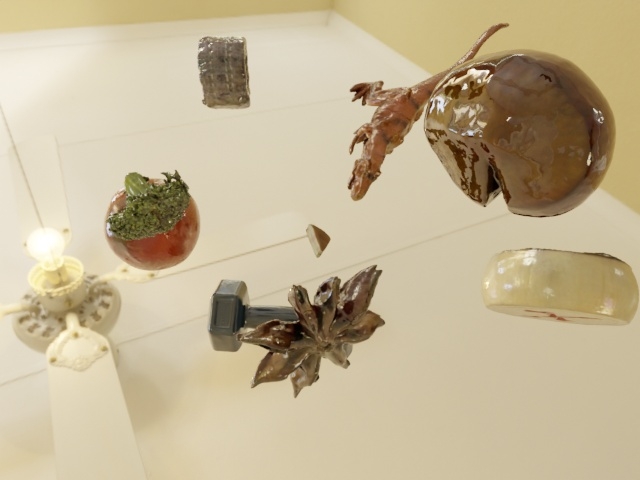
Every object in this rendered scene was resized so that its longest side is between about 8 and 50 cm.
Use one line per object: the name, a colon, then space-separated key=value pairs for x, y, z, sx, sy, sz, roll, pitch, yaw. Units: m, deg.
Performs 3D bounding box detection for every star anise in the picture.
star anise: x=-0.005 y=0.146 z=0.823 sx=0.288 sy=0.288 sz=0.088 roll=-16 pitch=-135 yaw=-25

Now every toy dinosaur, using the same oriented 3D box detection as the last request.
toy dinosaur: x=0.145 y=-0.258 z=0.938 sx=0.432 sy=0.097 sz=0.208 roll=-54 pitch=-147 yaw=-9

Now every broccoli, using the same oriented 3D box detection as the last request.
broccoli: x=-0.231 y=-0.047 z=0.667 sx=0.092 sy=0.097 sz=0.095 roll=50 pitch=-151 yaw=16

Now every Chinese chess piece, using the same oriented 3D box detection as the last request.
Chinese chess piece: x=0.557 y=0.114 z=1.190 sx=0.338 sy=0.338 sz=0.141 roll=8 pitch=-100 yaw=0

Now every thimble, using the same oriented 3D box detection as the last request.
thimble: x=-0.194 y=-0.338 z=1.021 sx=0.097 sy=0.150 sz=0.150 roll=-3 pitch=-137 yaw=-5

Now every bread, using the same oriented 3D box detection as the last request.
bread: x=0.000 y=0.000 z=1.480 sx=0.062 sy=0.043 sz=0.109 roll=2 pitch=-128 yaw=-38

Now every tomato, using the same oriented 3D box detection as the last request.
tomato: x=-0.369 y=-0.035 z=1.104 sx=0.208 sy=0.208 sz=0.184 roll=10 pitch=-179 yaw=2

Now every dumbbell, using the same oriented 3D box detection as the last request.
dumbbell: x=-0.080 y=0.170 z=1.094 sx=0.316 sy=0.156 sz=0.144 roll=4 pitch=-130 yaw=2

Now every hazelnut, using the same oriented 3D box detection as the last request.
hazelnut: x=0.268 y=-0.152 z=0.680 sx=0.251 sy=0.217 sz=0.217 roll=36 pitch=-131 yaw=24
